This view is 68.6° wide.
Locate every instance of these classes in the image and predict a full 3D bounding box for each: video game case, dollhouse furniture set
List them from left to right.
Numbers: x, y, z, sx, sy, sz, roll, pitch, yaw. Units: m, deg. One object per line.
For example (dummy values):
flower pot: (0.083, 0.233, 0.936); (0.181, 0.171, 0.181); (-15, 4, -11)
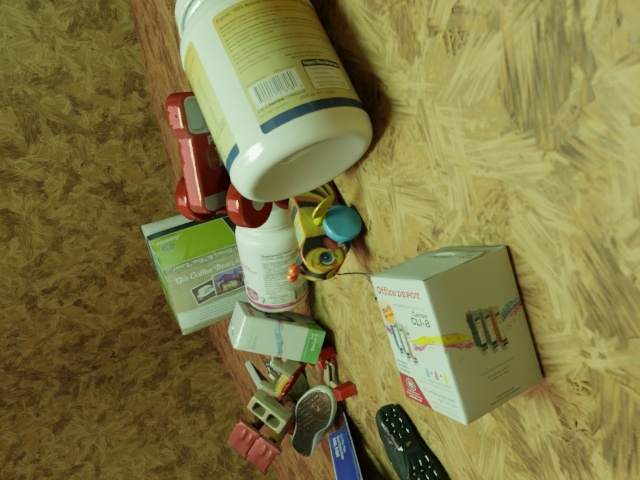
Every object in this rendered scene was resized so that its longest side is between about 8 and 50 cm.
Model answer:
video game case: (-0.171, 0.597, 1.782); (0.285, 0.025, 0.204); (56, 169, -28)
dollhouse furniture set: (-0.105, 0.475, 1.378); (0.152, 0.201, 0.374); (35, 118, 11)

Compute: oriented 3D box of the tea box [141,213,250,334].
tea box: (-0.326, 0.062, 1.435); (0.323, 0.329, 0.219); (43, 145, 50)

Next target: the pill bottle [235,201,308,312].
pill bottle: (-0.118, 0.022, 1.139); (0.160, 0.161, 0.282); (44, 146, 48)

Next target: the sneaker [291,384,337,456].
sneaker: (-0.006, 0.489, 1.346); (0.106, 0.123, 0.290); (32, 128, 17)

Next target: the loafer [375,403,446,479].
loafer: (0.177, 0.428, 0.913); (0.078, 0.076, 0.223); (87, 158, -47)

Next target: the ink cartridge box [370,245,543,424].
ink cartridge box: (0.165, 0.106, 0.588); (0.128, 0.128, 0.176); (-7, 101, 68)

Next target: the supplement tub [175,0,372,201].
supplement tub: (-0.080, -0.245, 0.732); (0.316, 0.229, 0.228); (66, 158, 11)

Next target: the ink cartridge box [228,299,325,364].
ink cartridge box: (-0.115, 0.231, 1.190); (0.154, 0.213, 0.093); (-160, 84, -72)

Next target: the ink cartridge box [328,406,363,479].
ink cartridge box: (0.082, 0.665, 1.208); (0.324, 0.072, 0.329); (-113, 10, -71)

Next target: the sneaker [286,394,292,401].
sneaker: (-0.141, 0.533, 1.764); (0.067, 0.064, 0.175); (-8, 105, 54)

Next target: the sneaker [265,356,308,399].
sneaker: (-0.129, 0.382, 1.555); (0.153, 0.099, 0.282); (34, 141, 53)

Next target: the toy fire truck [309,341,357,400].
toy fire truck: (0.019, 0.338, 1.237); (0.192, 0.047, 0.135); (-17, 92, 68)

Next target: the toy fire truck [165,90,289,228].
toy fire truck: (-0.153, -0.173, 0.916); (0.170, 0.302, 0.253); (9, 114, 31)

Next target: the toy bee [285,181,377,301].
toy bee: (0.000, 0.000, 0.846); (0.298, 0.162, 0.195); (51, 149, 40)
